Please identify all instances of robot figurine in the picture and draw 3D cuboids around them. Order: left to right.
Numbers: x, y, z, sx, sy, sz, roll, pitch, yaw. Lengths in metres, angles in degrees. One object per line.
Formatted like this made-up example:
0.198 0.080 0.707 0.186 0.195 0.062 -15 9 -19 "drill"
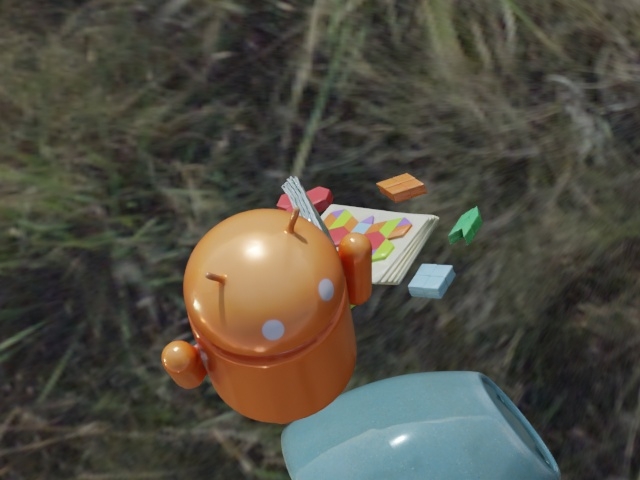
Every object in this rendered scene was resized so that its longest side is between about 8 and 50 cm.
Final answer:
-0.039 0.062 1.147 0.158 0.219 0.128 1 56 7 "robot figurine"

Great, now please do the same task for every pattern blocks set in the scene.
0.049 0.004 1.927 0.325 0.285 0.026 -4 128 27 "pattern blocks set"

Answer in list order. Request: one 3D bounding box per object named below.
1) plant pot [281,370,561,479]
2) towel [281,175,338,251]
0.128 0.246 1.487 0.195 0.290 0.290 -39 85 9 "plant pot"
0.000 0.000 1.790 0.023 0.152 0.113 -26 58 3 "towel"
